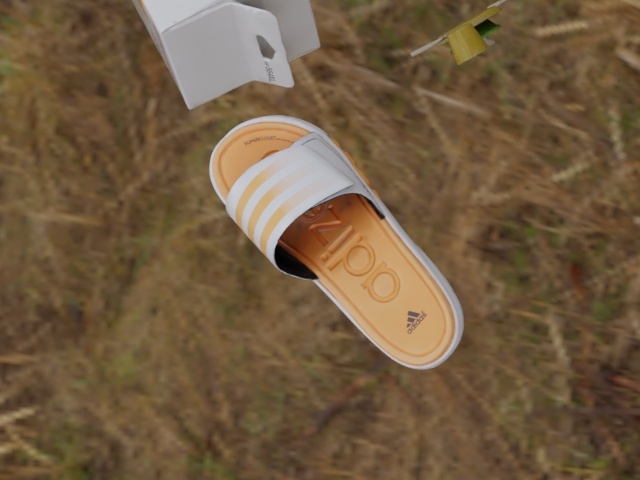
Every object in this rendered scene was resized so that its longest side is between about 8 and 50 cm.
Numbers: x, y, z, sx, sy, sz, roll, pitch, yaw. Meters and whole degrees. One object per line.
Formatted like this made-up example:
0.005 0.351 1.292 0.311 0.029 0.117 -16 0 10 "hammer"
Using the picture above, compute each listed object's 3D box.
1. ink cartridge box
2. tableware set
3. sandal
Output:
-0.066 -0.155 1.134 0.090 0.092 0.143 -26 63 -4 "ink cartridge box"
0.137 -0.152 1.244 0.024 0.154 0.104 60 154 -5 "tableware set"
0.007 -0.008 1.518 0.265 0.076 0.102 44 101 22 "sandal"
